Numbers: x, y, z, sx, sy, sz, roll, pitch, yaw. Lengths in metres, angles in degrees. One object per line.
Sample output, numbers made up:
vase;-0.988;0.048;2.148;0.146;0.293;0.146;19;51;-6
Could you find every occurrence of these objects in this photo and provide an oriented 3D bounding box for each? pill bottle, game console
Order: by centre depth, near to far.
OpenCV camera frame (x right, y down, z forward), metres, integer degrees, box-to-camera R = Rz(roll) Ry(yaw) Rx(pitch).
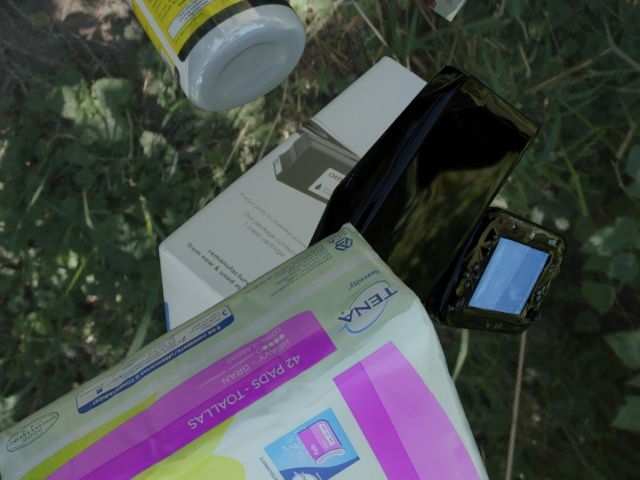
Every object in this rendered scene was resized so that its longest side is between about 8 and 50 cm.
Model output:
game console;0.119;0.006;0.622;0.361;0.044;0.213;14;112;-54
pill bottle;-0.178;-0.363;1.120;0.188;0.333;0.188;-30;164;-9

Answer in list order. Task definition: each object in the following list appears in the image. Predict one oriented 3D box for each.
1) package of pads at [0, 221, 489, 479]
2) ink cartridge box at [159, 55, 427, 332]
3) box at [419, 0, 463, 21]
package of pads;-0.018;0.167;0.465;0.229;0.101;0.296;-32;129;-7
ink cartridge box;0.000;0.000;1.004;0.166;0.395;0.285;39;152;14
box;0.139;-0.448;1.156;0.232;0.148;0.126;33;89;0
